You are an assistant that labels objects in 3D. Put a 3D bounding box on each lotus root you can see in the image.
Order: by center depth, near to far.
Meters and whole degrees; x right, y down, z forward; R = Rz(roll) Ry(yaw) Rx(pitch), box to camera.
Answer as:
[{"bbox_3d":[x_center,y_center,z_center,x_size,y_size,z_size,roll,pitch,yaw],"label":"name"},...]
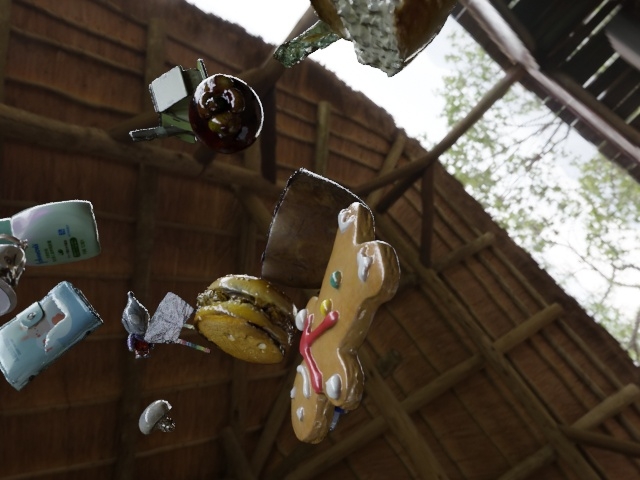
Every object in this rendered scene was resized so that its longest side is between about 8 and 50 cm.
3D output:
[{"bbox_3d":[0.000,0.000,1.196,0.192,0.272,0.272,23,-159,3],"label":"lotus root"}]

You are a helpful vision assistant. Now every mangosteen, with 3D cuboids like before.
[{"bbox_3d":[-0.156,-0.207,0.957,0.140,0.140,0.140,35,-158,-16],"label":"mangosteen"}]

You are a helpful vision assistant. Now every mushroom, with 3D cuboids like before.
[{"bbox_3d":[-0.368,0.411,1.350,0.079,0.085,0.085,37,-159,4],"label":"mushroom"}]

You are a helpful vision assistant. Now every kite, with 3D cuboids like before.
[{"bbox_3d":[-0.362,0.229,1.578,0.286,0.152,0.015,8,156,41],"label":"kite"}]

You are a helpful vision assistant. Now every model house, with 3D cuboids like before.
[{"bbox_3d":[-0.474,-0.420,1.855,0.279,0.204,0.218,-13,-111,-15],"label":"model house"}]

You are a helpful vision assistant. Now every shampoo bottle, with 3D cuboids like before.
[{"bbox_3d":[-0.855,-0.009,1.777,0.350,0.221,0.151,-10,-127,-20],"label":"shampoo bottle"}]

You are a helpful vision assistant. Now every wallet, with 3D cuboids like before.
[{"bbox_3d":[-0.690,0.233,1.481,0.176,0.250,0.075,40,162,30],"label":"wallet"}]

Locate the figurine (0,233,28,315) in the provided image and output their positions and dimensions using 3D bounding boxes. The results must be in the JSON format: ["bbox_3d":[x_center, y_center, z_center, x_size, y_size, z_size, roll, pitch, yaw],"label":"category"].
[{"bbox_3d":[-0.631,0.054,1.145,0.132,0.132,0.153,32,-145,-24],"label":"figurine"}]

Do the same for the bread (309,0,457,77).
[{"bbox_3d":[0.062,-0.356,0.621,0.171,0.192,0.314,37,169,40],"label":"bread"}]

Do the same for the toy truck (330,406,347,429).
[{"bbox_3d":[0.036,0.521,1.925,0.161,0.213,0.176,14,-125,8],"label":"toy truck"}]

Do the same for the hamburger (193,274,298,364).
[{"bbox_3d":[-0.137,0.138,1.069,0.181,0.191,0.117,72,-150,-46],"label":"hamburger"}]

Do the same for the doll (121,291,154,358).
[{"bbox_3d":[-0.605,0.276,1.945,0.102,0.075,0.227,10,-120,-53],"label":"doll"}]

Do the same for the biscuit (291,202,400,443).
[{"bbox_3d":[0.011,0.129,0.798,0.047,0.339,0.216,12,-155,-18],"label":"biscuit"}]

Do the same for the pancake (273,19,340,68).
[{"bbox_3d":[0.073,-0.429,1.091,0.054,0.377,0.197,56,170,-22],"label":"pancake"}]
